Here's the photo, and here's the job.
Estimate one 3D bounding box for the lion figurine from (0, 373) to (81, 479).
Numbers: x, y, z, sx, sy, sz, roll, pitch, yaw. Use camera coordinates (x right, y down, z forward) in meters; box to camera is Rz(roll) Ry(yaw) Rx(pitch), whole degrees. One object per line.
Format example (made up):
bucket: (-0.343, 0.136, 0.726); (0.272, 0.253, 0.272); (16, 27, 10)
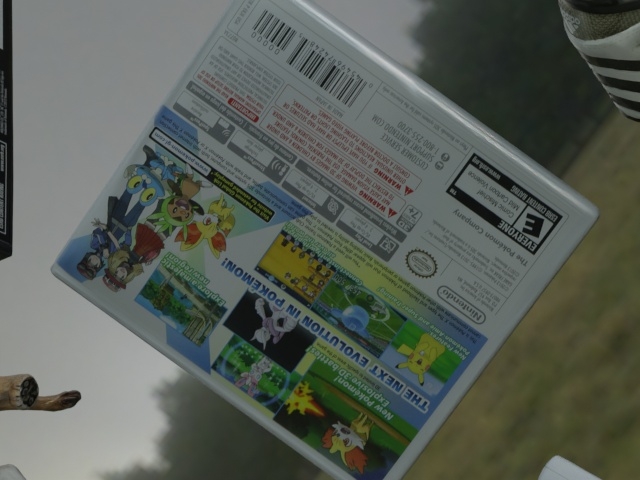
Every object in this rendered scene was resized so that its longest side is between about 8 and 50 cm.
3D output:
lion figurine: (-0.399, 0.253, 1.711); (0.240, 0.142, 0.392); (-4, 29, 35)

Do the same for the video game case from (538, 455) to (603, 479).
video game case: (0.238, 0.212, 1.073); (0.023, 0.212, 0.193); (-53, -43, -10)

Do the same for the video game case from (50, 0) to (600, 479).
video game case: (0.000, 0.000, 1.513); (0.300, 0.329, 0.036); (-54, -1, 13)

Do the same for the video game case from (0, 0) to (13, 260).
video game case: (-0.306, -0.146, 1.324); (0.035, 0.275, 0.248); (-17, -26, 28)

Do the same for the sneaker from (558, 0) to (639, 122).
sneaker: (0.381, -0.244, 1.437); (0.447, 0.257, 0.169); (-31, 39, 0)
